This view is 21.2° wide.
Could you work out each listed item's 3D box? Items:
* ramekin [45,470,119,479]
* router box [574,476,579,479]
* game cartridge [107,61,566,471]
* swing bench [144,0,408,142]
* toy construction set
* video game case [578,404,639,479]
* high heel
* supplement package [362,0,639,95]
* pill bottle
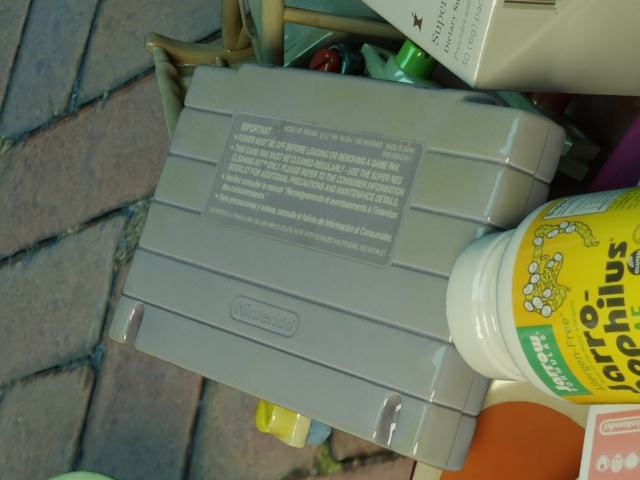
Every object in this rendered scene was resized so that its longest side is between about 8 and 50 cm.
[{"bbox_3d":[-0.164,0.336,1.255,0.303,0.148,0.303,-30,44,35],"label":"ramekin"},{"bbox_3d":[0.232,0.242,0.888,0.301,0.082,0.335,-46,37,18],"label":"router box"},{"bbox_3d":[0.000,0.000,1.149,0.355,0.068,0.230,15,82,51],"label":"game cartridge"},{"bbox_3d":[-0.029,-0.173,1.438,0.253,0.165,0.255,-106,31,-45],"label":"swing bench"},{"bbox_3d":[0.043,-0.021,1.256,0.328,0.151,0.215,-48,36,16],"label":"toy construction set"},{"bbox_3d":[0.202,0.205,0.858,0.204,0.025,0.285,-14,55,45],"label":"video game case"},{"bbox_3d":[0.183,0.045,1.113,0.377,0.127,0.181,-51,8,19],"label":"high heel"},{"bbox_3d":[0.124,-0.236,1.184,0.293,0.175,0.177,47,131,52],"label":"supplement package"},{"bbox_3d":[0.169,0.030,0.916,0.208,0.117,0.117,-7,60,50],"label":"pill bottle"}]
